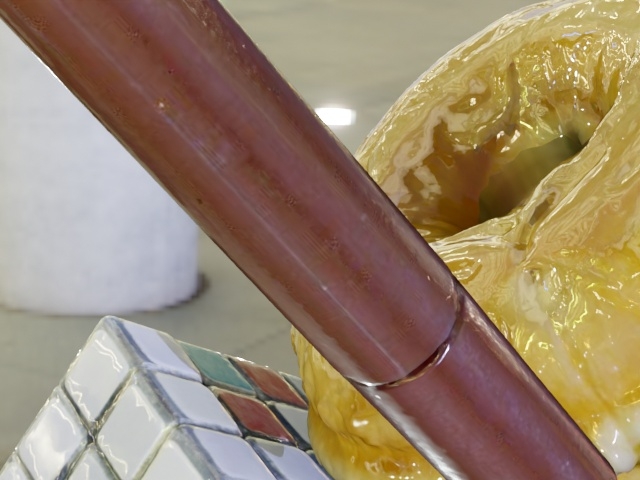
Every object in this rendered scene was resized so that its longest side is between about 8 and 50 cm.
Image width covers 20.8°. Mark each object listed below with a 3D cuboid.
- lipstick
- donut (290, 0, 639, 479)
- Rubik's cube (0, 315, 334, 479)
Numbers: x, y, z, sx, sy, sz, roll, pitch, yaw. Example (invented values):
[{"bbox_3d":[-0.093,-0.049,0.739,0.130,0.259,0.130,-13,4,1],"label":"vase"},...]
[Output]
[{"bbox_3d":[0.000,0.000,0.594,0.057,0.356,0.057,-25,39,22],"label":"lipstick"},{"bbox_3d":[0.168,-0.006,1.117,0.449,0.198,0.449,-31,26,18],"label":"donut"},{"bbox_3d":[-0.075,0.242,1.227,0.253,0.256,0.259,20,17,-45],"label":"Rubik's cube"}]
